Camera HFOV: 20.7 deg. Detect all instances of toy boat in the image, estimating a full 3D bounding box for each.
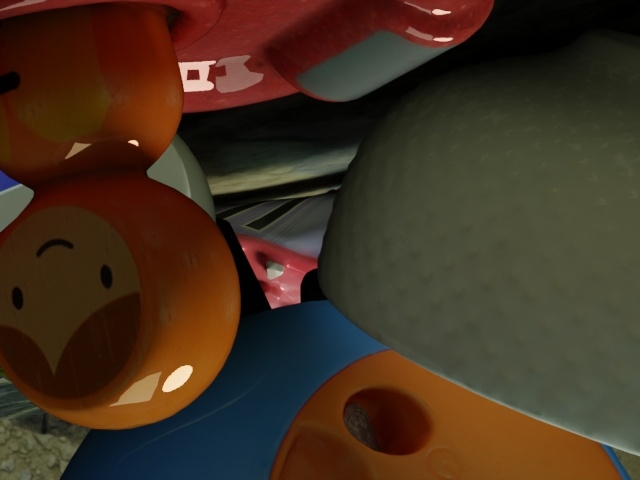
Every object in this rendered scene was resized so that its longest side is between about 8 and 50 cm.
[{"bbox_3d":[-0.059,-0.030,0.409,0.231,0.151,0.151,-7,172,-31],"label":"toy boat"}]

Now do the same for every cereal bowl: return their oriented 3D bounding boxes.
[{"bbox_3d":[0.174,-0.007,0.777,0.339,0.141,0.339,14,-169,-3],"label":"cereal bowl"}]

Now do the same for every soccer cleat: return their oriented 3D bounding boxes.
[{"bbox_3d":[0.000,0.000,1.084,0.248,0.095,0.083,0,136,8],"label":"soccer cleat"}]

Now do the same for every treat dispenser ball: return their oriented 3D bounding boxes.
[{"bbox_3d":[0.011,0.170,0.794,0.288,0.288,0.288,-11,173,-1],"label":"treat dispenser ball"}]

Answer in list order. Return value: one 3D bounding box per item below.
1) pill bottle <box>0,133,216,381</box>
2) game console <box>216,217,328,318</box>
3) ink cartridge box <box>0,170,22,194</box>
[{"bbox_3d":[-0.105,0.002,0.738,0.117,0.118,0.208,-10,173,-10],"label":"pill bottle"},{"bbox_3d":[0.010,0.045,0.953,0.361,0.044,0.213,11,165,8],"label":"game console"},{"bbox_3d":[-0.269,-0.016,0.552,0.303,0.072,0.307,-7,174,-41],"label":"ink cartridge box"}]
